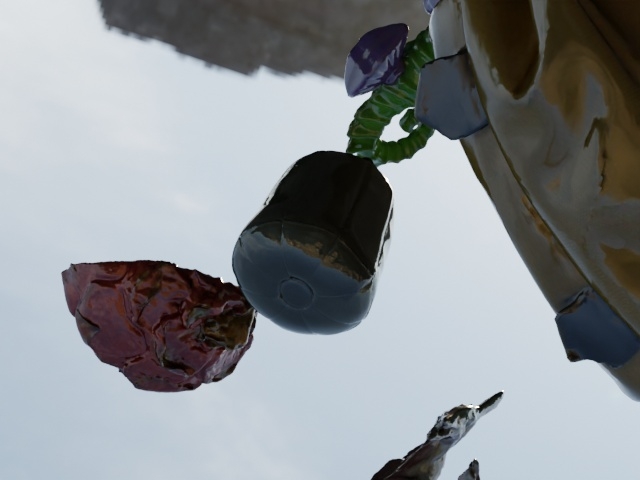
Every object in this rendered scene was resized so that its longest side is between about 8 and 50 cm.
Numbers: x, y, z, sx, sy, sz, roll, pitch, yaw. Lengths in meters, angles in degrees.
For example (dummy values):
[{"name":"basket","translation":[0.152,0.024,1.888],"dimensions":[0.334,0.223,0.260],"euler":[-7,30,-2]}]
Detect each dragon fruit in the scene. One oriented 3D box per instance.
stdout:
[{"name":"dragon fruit","translation":[-0.106,0.066,1.158],"dimensions":[0.162,0.083,0.106],"euler":[24,154,-31]}]

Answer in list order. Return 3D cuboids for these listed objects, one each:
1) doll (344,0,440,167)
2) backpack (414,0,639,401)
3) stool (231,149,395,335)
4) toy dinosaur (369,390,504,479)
[{"name":"doll","translation":[0.078,-0.120,1.034],"dimensions":[0.115,0.190,0.050],"euler":[13,-142,-43]},{"name":"backpack","translation":[0.243,-0.083,0.907],"dimensions":[0.378,0.201,0.354],"euler":[-26,-90,-35]},{"name":"stool","translation":[0.000,0.000,1.020],"dimensions":[0.096,0.096,0.110],"euler":[22,-135,2]},{"name":"toy dinosaur","translation":[0.042,0.112,0.726],"dimensions":[0.032,0.108,0.220],"euler":[43,-171,-3]}]
